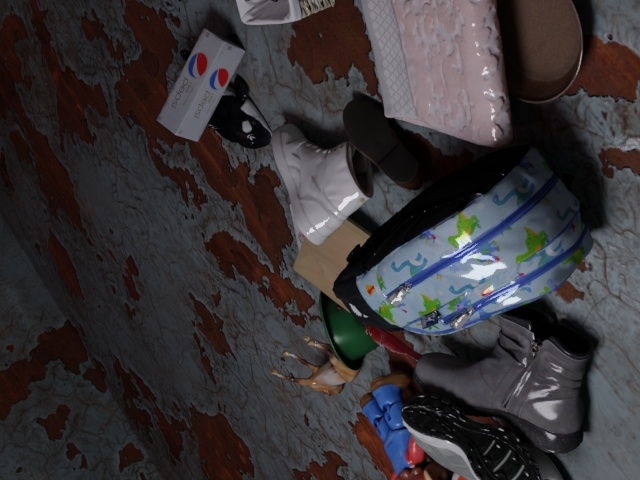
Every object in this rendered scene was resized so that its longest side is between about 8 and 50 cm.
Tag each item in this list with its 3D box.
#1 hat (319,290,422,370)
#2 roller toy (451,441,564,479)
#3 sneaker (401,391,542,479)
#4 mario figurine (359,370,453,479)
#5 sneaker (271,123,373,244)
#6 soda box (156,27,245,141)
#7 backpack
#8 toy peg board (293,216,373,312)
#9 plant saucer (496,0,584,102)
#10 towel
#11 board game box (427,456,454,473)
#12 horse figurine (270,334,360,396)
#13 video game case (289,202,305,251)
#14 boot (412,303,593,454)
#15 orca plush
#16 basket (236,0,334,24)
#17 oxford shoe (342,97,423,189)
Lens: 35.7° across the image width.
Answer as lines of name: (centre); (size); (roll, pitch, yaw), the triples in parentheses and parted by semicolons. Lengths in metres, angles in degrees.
hat: (0.121, 0.154, 1.952); (0.183, 0.173, 0.209); (-22, 85, 22)
roller toy: (0.338, 0.460, 1.755); (0.191, 0.146, 0.209); (53, 143, 36)
sneaker: (0.258, 0.357, 1.670); (0.271, 0.100, 0.108); (32, 153, 34)
mario figurine: (0.198, 0.419, 1.920); (0.198, 0.170, 0.321); (60, -173, -59)
sneaker: (0.014, -0.145, 1.855); (0.169, 0.108, 0.293); (-39, 48, 22)
soda box: (-0.243, -0.315, 2.022); (0.074, 0.069, 0.216); (38, 105, 34)
backpack: (0.230, 0.001, 1.496); (0.273, 0.290, 0.355); (47, 139, 11)
toy peg board: (0.052, 0.026, 1.928); (0.161, 0.079, 0.161); (36, 119, 25)
plant saucer: (0.295, -0.292, 1.385); (0.198, 0.036, 0.199); (36, 139, 38)
towel: (0.162, -0.320, 1.499); (0.317, 0.053, 0.332); (25, 133, 58)
board game box: (0.212, 0.441, 2.032); (0.201, 0.035, 0.136); (-10, 104, 57)
horse figurine: (0.015, 0.266, 2.123); (0.174, 0.066, 0.263); (27, 139, -17)
video game case: (0.000, 0.000, 2.041); (0.157, 0.019, 0.143); (18, 126, 50)
boot: (0.304, 0.194, 1.669); (0.338, 0.118, 0.223); (17, 124, 36)
orca plush: (-0.225, -0.286, 2.085); (0.287, 0.102, 0.151); (55, 147, 14)
basket: (-0.067, -0.446, 1.739); (0.167, 0.103, 0.113); (12, 122, 51)
oxford shoe: (0.107, -0.162, 1.728); (0.212, 0.076, 0.076); (57, -171, 29)
